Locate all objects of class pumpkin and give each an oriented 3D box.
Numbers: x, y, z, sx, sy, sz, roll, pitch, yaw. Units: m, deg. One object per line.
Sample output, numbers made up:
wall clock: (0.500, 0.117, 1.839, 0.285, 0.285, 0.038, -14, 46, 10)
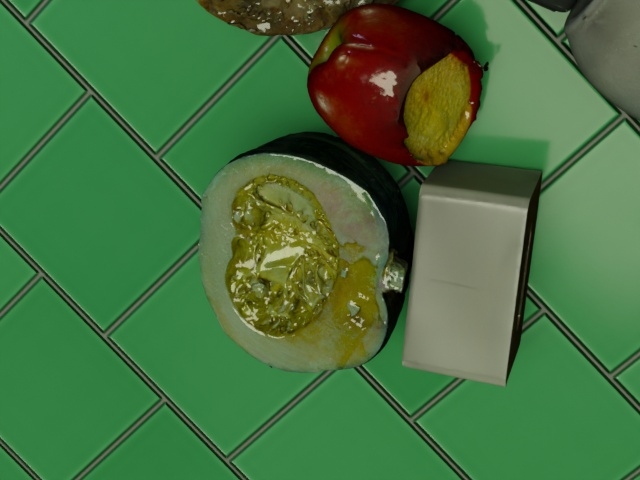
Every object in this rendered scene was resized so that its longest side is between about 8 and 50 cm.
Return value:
pumpkin: (0.000, 0.000, 1.852, 0.263, 0.197, 0.293, 12, 117, 15)

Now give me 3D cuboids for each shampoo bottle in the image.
shampoo bottle: (0.436, -0.246, 1.635, 0.266, 0.273, 0.273, 32, 112, -2)

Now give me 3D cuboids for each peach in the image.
peach: (0.102, -0.182, 1.768, 0.226, 0.190, 0.196, 27, 139, -18)

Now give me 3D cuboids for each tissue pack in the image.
tissue pack: (0.191, 0.036, 1.844, 0.135, 0.159, 0.246, 9, 110, 12)

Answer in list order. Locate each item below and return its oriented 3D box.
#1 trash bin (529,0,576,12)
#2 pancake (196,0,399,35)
trash bin: (0.269, -0.425, 1.652, 0.209, 0.182, 0.290, 22, 111, -17)
pancake: (0.000, -0.414, 1.724, 0.382, 0.071, 0.382, -6, 125, -9)
